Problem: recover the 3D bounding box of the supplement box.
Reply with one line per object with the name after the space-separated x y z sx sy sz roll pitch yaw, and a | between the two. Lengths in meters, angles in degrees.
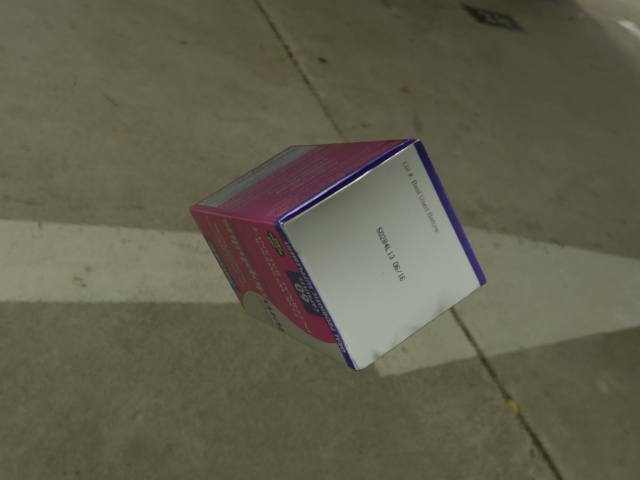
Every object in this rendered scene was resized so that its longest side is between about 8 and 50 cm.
0.000 0.000 0.622 0.114 0.111 0.220 -32 16 -16 | supplement box
